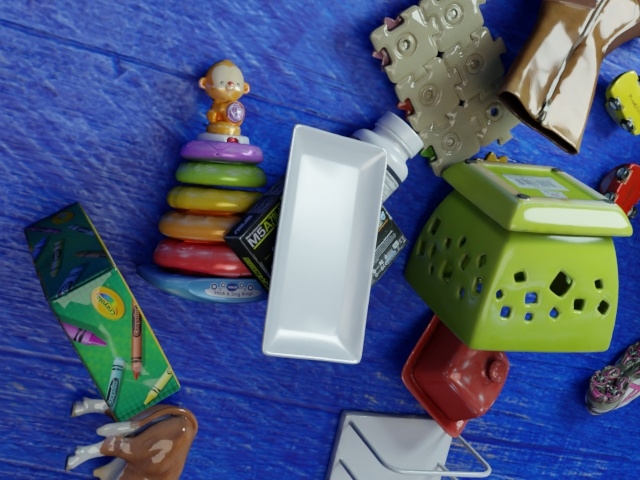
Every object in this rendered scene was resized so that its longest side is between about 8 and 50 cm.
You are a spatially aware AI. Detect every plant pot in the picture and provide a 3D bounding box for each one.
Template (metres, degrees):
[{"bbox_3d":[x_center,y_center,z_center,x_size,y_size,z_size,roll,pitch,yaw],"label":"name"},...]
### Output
[{"bbox_3d":[0.275,0.012,1.343,0.228,0.227,0.207,2,113,-22],"label":"plant pot"}]

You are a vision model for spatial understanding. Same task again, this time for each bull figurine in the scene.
[{"bbox_3d":[-0.272,0.354,1.327,0.188,0.101,0.310,14,102,-22],"label":"bull figurine"}]

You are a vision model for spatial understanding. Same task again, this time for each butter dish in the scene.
[{"bbox_3d":[0.222,0.190,1.434,0.160,0.118,0.160,50,59,-24],"label":"butter dish"}]

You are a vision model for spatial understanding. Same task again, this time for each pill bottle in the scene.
[{"bbox_3d":[0.057,-0.090,1.313,0.169,0.094,0.094,-47,117,-2],"label":"pill bottle"}]

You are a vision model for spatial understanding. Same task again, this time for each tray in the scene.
[{"bbox_3d":[0.002,0.008,1.165,0.145,0.030,0.270,11,84,-34],"label":"tray"}]

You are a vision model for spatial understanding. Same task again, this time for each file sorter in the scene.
[{"bbox_3d":[0.118,0.421,1.460,0.193,0.173,0.277,7,104,-24],"label":"file sorter"}]

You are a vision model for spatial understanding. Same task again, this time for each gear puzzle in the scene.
[{"bbox_3d":[0.195,-0.192,1.368,0.175,0.044,0.339,-35,119,-9],"label":"gear puzzle"}]

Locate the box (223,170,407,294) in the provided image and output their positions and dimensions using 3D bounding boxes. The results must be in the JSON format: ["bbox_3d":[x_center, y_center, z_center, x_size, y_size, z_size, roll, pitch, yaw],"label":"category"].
[{"bbox_3d":[0.000,0.000,1.209,0.190,0.045,0.184,-50,115,-25],"label":"box"}]

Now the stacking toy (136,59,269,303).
[{"bbox_3d":[-0.126,-0.077,1.233,0.175,0.166,0.301,3,94,-26],"label":"stacking toy"}]

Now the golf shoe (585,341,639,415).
[{"bbox_3d":[0.512,0.225,1.617,0.186,0.067,0.086,-25,146,-17],"label":"golf shoe"}]

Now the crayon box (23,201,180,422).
[{"bbox_3d":[-0.261,0.074,1.141,0.081,0.278,0.165,-29,114,-12],"label":"crayon box"}]

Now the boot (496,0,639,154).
[{"bbox_3d":[0.388,-0.245,1.330,0.264,0.096,0.280,31,69,-26],"label":"boot"}]

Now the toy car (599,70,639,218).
[{"bbox_3d":[0.521,-0.151,1.496,0.225,0.053,0.239,-9,111,-18],"label":"toy car"}]
